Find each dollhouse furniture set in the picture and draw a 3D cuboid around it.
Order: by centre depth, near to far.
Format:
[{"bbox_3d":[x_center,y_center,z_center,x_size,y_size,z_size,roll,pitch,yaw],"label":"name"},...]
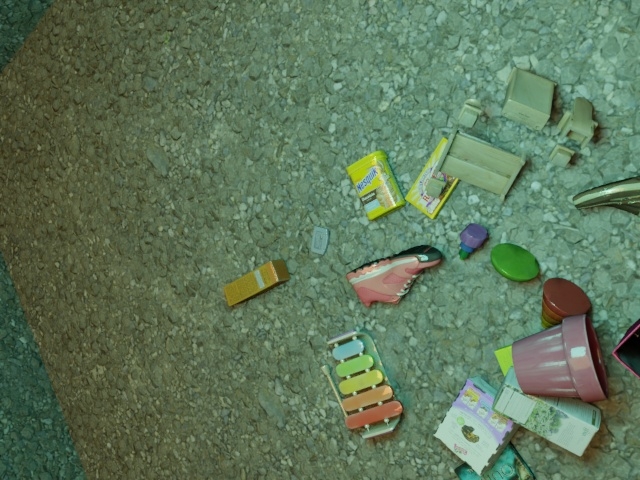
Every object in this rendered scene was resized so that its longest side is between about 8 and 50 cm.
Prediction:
[{"bbox_3d":[0.481,-0.236,1.633,0.303,0.174,0.355,23,136,4],"label":"dollhouse furniture set"}]

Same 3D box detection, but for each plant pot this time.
[{"bbox_3d":[0.558,0.287,1.489,0.180,0.201,0.201,-16,85,26],"label":"plant pot"}]

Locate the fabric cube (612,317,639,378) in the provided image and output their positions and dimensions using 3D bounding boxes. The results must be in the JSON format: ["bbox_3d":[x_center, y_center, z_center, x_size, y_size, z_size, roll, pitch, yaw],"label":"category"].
[{"bbox_3d":[0.818,0.215,1.326,0.259,0.258,0.254,45,114,22],"label":"fabric cube"}]

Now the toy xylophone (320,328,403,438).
[{"bbox_3d":[0.113,0.436,1.901,0.236,0.081,0.323,-36,74,30],"label":"toy xylophone"}]

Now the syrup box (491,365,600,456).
[{"bbox_3d":[0.560,0.421,1.574,0.237,0.096,0.093,25,116,16],"label":"syrup box"}]

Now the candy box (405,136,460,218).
[{"bbox_3d":[0.328,-0.171,1.751,0.105,0.027,0.206,41,113,26],"label":"candy box"}]

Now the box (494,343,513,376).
[{"bbox_3d":[0.553,0.306,1.630,0.178,0.042,0.109,-26,80,30],"label":"box"}]

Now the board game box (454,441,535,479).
[{"bbox_3d":[0.471,0.633,1.716,0.186,0.026,0.126,-45,70,27],"label":"board game box"}]

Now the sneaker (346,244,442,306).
[{"bbox_3d":[0.225,0.106,1.806,0.314,0.116,0.136,-21,92,39],"label":"sneaker"}]

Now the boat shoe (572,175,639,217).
[{"bbox_3d":[0.723,-0.097,1.464,0.257,0.095,0.095,-16,91,32],"label":"boat shoe"}]

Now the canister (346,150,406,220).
[{"bbox_3d":[0.162,-0.157,1.832,0.126,0.073,0.170,-28,80,31],"label":"canister"}]

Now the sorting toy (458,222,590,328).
[{"bbox_3d":[0.500,0.106,1.631,0.365,0.127,0.126,38,137,23],"label":"sorting toy"}]

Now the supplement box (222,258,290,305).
[{"bbox_3d":[-0.214,0.141,2.093,0.233,0.078,0.080,-30,77,30],"label":"supplement box"}]

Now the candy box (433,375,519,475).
[{"bbox_3d":[0.424,0.493,1.693,0.165,0.070,0.196,37,108,33],"label":"candy box"}]

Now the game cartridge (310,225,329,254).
[{"bbox_3d":[0.000,0.000,1.982,0.056,0.017,0.083,16,102,35],"label":"game cartridge"}]
